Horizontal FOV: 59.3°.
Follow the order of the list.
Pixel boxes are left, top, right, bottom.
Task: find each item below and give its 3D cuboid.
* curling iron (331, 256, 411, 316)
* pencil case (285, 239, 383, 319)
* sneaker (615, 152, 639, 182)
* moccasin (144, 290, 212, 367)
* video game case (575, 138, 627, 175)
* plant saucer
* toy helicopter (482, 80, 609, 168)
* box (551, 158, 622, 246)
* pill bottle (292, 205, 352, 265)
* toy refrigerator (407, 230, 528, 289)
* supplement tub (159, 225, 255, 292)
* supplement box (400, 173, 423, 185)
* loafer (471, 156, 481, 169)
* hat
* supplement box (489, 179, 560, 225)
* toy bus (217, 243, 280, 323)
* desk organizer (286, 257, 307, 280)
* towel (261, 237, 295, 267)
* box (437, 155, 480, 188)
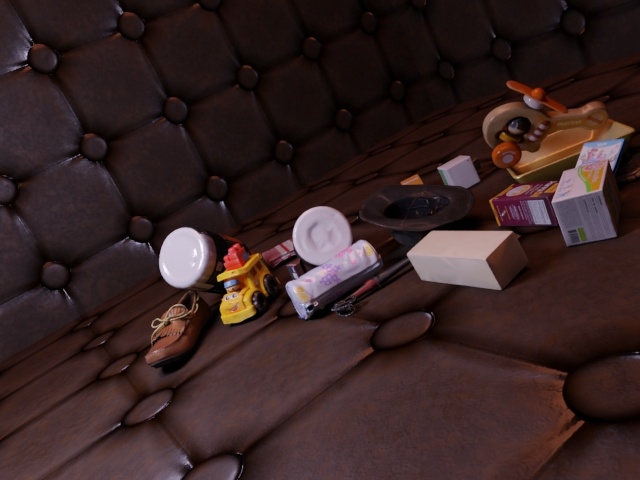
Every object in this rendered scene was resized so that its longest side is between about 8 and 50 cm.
[{"bbox_3d":[0.145,0.118,1.472,0.274,0.035,0.068,-32,20,-20],"label":"curling iron"},{"bbox_3d":[0.039,0.105,1.541,0.273,0.113,0.124,-31,12,-19],"label":"pencil case"},{"bbox_3d":[0.723,-0.181,1.439,0.170,0.075,0.063,-10,18,47],"label":"sneaker"},{"bbox_3d":[-0.443,0.264,1.743,0.139,0.147,0.380,-21,15,20],"label":"moccasin"},{"bbox_3d":[0.684,-0.172,1.405,0.119,0.015,0.166,9,76,67],"label":"video game case"},{"bbox_3d":[0.728,-0.255,1.691,0.332,0.081,0.333,-21,15,15],"label":"plant saucer"},{"bbox_3d":[0.652,-0.357,1.630,0.355,0.235,0.140,-7,46,5],"label":"toy helicopter"},{"bbox_3d":[0.598,-0.088,1.256,0.103,0.114,0.203,-15,17,36],"label":"box"},{"bbox_3d":[0.000,0.000,1.765,0.176,0.176,0.318,-27,-3,-4],"label":"pill bottle"},{"bbox_3d":[0.333,0.043,1.302,0.102,0.094,0.269,-40,18,-22],"label":"toy refrigerator"},{"bbox_3d":[-0.370,0.078,1.935,0.207,0.207,0.338,-20,-18,22],"label":"supplement tub"},{"bbox_3d":[0.350,-0.176,2.072,0.080,0.078,0.233,-24,14,8],"label":"supplement box"},{"bbox_3d":[0.527,-0.246,2.075,0.148,0.050,0.056,-37,5,25],"label":"loafer"},{"bbox_3d":[0.285,-0.058,1.653,0.331,0.134,0.331,-10,29,5],"label":"hat"},{"bbox_3d":[0.544,-0.094,1.436,0.104,0.081,0.188,-32,16,-25],"label":"supplement box"},{"bbox_3d":[-0.251,0.127,1.776,0.149,0.211,0.220,-17,18,25],"label":"toy bus"},{"bbox_3d":[-0.042,0.116,1.608,0.050,0.130,0.047,-31,14,-26],"label":"desk organizer"},{"bbox_3d":[-0.070,0.008,2.236,0.329,0.037,0.237,-26,12,-8],"label":"towel"},{"bbox_3d":[0.488,-0.233,1.982,0.102,0.101,0.087,-29,15,-5],"label":"box"}]
